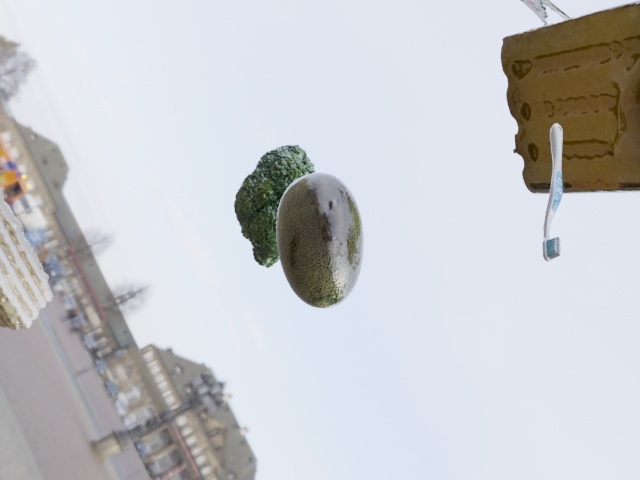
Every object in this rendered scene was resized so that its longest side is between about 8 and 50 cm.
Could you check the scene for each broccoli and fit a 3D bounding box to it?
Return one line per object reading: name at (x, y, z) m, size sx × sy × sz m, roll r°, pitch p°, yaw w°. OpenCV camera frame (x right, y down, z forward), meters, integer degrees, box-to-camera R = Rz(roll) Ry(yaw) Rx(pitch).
broccoli at (-0.056, -0.068, 1.637) m, size 0.269 × 0.241 × 0.262 m, roll 150°, pitch -45°, yaw -66°

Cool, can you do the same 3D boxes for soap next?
soap at (0.408, -0.199, 1.174) m, size 0.281 × 0.143 × 0.259 m, roll 5°, pitch -72°, yaw 57°

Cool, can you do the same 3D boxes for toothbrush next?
toothbrush at (0.204, -0.046, 0.710) m, size 0.017 × 0.162 × 0.014 m, roll -25°, pitch -53°, yaw 38°

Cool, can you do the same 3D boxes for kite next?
kite at (0.353, -0.445, 1.406) m, size 0.368 × 0.406 × 0.014 m, roll 34°, pitch -59°, yaw -10°

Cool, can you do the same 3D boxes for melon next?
melon at (0.000, 0.000, 0.909) m, size 0.099 × 0.099 × 0.162 m, roll 105°, pitch -18°, yaw -65°

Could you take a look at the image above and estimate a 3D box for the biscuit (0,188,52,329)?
biscuit at (-0.400, -0.075, 0.800) m, size 0.144 × 0.078 × 0.426 m, roll 11°, pitch -41°, yaw 21°
